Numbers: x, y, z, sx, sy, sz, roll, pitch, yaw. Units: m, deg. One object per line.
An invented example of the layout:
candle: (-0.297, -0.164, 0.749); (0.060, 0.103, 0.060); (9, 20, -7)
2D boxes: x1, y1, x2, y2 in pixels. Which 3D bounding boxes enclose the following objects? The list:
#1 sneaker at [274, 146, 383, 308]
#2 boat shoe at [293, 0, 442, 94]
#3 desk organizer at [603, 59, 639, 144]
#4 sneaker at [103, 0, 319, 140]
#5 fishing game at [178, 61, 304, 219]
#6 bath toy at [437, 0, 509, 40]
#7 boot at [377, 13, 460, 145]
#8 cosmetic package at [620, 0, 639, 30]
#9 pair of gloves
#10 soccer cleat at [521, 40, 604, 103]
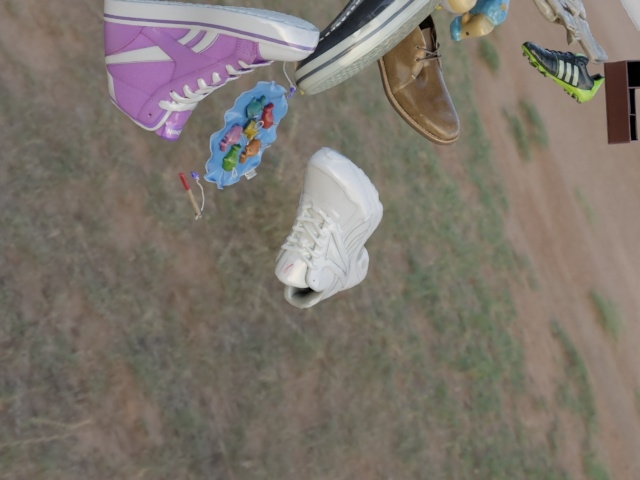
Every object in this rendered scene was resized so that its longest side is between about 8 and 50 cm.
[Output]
sneaker: (0.000, 0.000, 1.235); (0.115, 0.090, 0.232); (-40, 149, -29)
boat shoe: (0.128, -0.404, 1.550); (0.156, 0.500, 0.187); (43, 0, -1)
desk organizer: (0.482, -0.218, 1.755); (0.047, 0.050, 0.130); (-6, 94, -26)
sneaker: (-0.127, -0.190, 1.278); (0.102, 0.282, 0.161); (-13, 110, -57)
fishing game: (-0.103, -0.148, 1.638); (0.041, 0.264, 0.189); (34, -18, 18)
bath toy: (0.219, -0.532, 2.019); (0.348, 0.129, 0.151); (56, 35, -30)
boot: (0.174, -0.315, 1.996); (0.112, 0.115, 0.305); (-19, 77, -38)
cosmetic package: (0.592, -0.445, 1.804); (0.085, 0.231, 0.117); (54, 21, -14)
pair of gloves: (0.378, -0.384, 1.759); (0.240, 0.042, 0.204); (7, 54, -59)
soccer cleat: (0.433, -0.316, 2.002); (0.179, 0.072, 0.060); (30, 17, -27)
